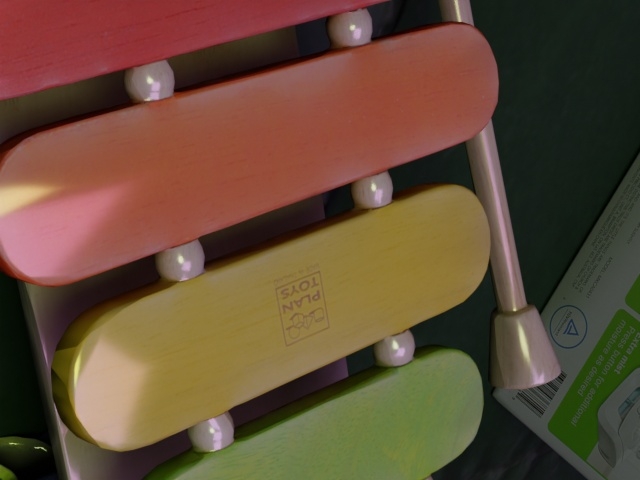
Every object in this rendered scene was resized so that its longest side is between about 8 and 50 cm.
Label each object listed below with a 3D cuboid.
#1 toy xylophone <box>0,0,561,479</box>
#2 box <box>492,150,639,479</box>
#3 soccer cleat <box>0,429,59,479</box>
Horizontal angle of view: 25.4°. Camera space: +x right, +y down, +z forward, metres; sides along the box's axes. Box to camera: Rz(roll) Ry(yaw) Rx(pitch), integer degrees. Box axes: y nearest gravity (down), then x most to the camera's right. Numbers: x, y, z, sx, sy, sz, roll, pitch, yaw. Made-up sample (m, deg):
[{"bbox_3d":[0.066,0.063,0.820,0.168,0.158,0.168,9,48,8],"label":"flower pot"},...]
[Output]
[{"bbox_3d":[0.000,0.000,0.448,0.236,0.081,0.322,-29,114,-33],"label":"toy xylophone"},{"bbox_3d":[0.256,0.042,0.719,0.127,0.231,0.262,7,116,-51],"label":"box"},{"bbox_3d":[-0.114,0.134,0.542,0.121,0.093,0.289,39,97,-25],"label":"soccer cleat"}]
